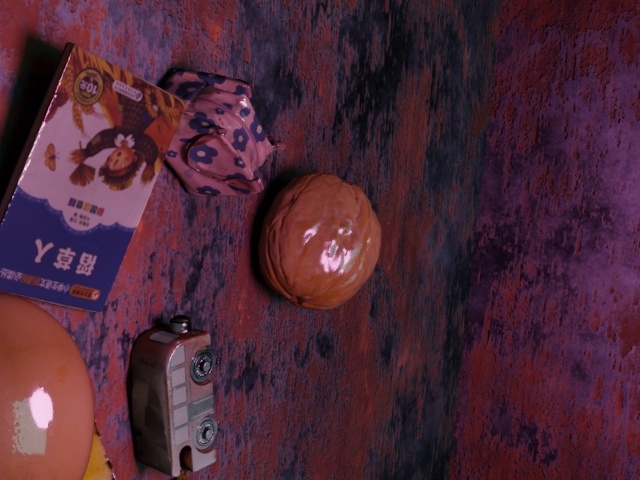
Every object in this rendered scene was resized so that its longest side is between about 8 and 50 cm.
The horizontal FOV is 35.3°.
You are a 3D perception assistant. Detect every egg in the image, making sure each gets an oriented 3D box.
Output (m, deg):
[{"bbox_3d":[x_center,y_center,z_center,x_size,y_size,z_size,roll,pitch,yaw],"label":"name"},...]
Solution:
[{"bbox_3d":[-0.495,0.263,1.518,0.301,0.301,0.374,-7,89,-57],"label":"egg"}]

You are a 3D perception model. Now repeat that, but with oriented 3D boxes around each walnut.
[{"bbox_3d":[0.001,0.000,2.302,0.313,0.277,0.252,-64,-178,-18],"label":"walnut"}]

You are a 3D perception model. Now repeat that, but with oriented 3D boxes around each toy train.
[{"bbox_3d":[-0.295,0.315,2.030,0.159,0.129,0.326,-18,113,-49],"label":"toy train"}]

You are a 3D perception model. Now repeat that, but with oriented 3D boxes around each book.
[{"bbox_3d":[-0.412,-0.095,1.757,0.300,0.039,0.428,22,90,-57],"label":"book"}]

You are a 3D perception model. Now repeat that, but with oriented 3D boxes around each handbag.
[{"bbox_3d":[-0.201,-0.208,1.998,0.190,0.193,0.251,-61,142,-24],"label":"handbag"}]

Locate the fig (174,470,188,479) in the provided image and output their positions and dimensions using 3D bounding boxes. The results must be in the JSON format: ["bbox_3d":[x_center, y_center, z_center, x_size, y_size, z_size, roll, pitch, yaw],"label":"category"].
[{"bbox_3d":[-0.314,0.569,2.098,0.127,0.185,0.133,-22,129,-11],"label":"fig"}]

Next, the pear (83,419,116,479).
[{"bbox_3d":[-0.462,0.366,1.723,0.178,0.267,0.267,-15,112,-24],"label":"pear"}]
